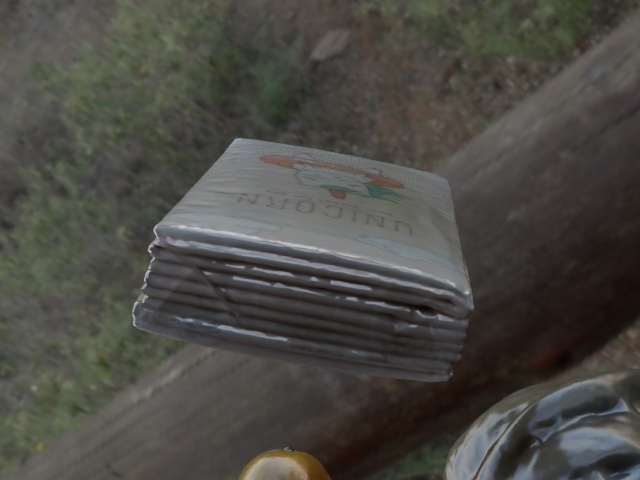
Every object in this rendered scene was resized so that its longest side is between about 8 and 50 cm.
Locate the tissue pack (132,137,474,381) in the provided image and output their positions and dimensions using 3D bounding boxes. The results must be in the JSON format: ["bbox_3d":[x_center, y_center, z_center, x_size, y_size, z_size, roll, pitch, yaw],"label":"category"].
[{"bbox_3d":[0.000,0.000,0.842,0.325,0.170,0.071,-72,-5,-78],"label":"tissue pack"}]

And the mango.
[{"bbox_3d":[-0.056,0.391,1.890,0.175,0.139,0.254,-91,11,-50],"label":"mango"}]

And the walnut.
[{"bbox_3d":[0.193,0.187,0.951,0.224,0.224,0.224,-27,47,32],"label":"walnut"}]
